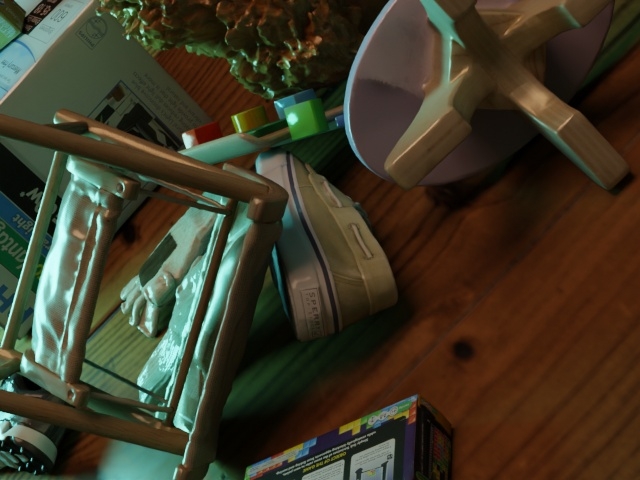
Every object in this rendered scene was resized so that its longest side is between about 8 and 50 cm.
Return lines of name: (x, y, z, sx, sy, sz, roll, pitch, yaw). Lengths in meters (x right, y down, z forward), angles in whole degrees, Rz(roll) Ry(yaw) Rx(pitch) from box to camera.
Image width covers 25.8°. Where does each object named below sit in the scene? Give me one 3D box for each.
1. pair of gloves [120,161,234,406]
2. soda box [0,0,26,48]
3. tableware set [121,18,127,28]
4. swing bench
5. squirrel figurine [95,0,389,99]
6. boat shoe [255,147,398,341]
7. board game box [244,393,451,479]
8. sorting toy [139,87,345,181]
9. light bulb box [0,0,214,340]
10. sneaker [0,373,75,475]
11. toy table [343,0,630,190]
pair of gloves: (-0.133, 0.037, 1.389, 0.204, 0.042, 0.240, -53, 24, 17)
soda box: (-0.443, -0.233, 1.695, 0.181, 0.058, 0.061, -35, 30, 17)
tableware set: (-0.246, -0.406, 2.144, 0.128, 0.039, 0.194, -6, 48, 49)
swing bench: (-0.171, 0.042, 1.215, 0.165, 0.255, 0.253, -35, -37, -78)
squirrel figurine: (-0.074, -0.359, 1.492, 0.281, 0.370, 0.397, -19, 32, 40)
boat shoe: (0.000, 0.000, 1.277, 0.094, 0.109, 0.302, -9, 29, -6)
board game box: (0.015, 0.206, 1.027, 0.170, 0.048, 0.141, -27, 36, 29)
sorting toy: (-0.069, -0.114, 1.430, 0.348, 0.047, 0.196, -13, 5, 44)
light bulb box: (-0.385, -0.117, 1.766, 0.361, 0.225, 0.358, -49, 29, -9)
sneaker: (-0.336, 0.188, 1.474, 0.234, 0.078, 0.106, -5, 45, 44)
toy table: (0.143, -0.151, 1.142, 0.274, 0.252, 0.161, -55, 13, 5)
